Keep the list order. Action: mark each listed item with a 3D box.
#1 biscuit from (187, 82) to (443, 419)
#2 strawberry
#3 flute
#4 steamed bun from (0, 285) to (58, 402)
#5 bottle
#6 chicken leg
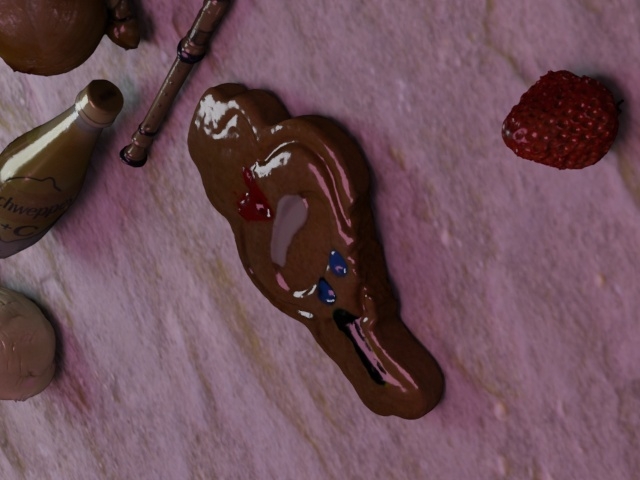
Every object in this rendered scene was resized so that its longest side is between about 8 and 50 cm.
[{"bbox_3d":[-0.004,0.007,1.553,0.183,0.047,0.319,-31,86,55],"label":"biscuit"},{"bbox_3d":[0.159,-0.080,1.282,0.073,0.083,0.073,6,98,47],"label":"strawberry"},{"bbox_3d":[-0.124,-0.137,1.629,0.027,0.027,0.233,54,141,15],"label":"flute"},{"bbox_3d":[-0.336,0.105,1.961,0.130,0.091,0.112,33,131,36],"label":"steamed bun"},{"bbox_3d":[-0.255,-0.070,1.775,0.083,0.083,0.270,58,141,9],"label":"bottle"},{"bbox_3d":[-0.281,-0.350,1.624,0.201,0.153,0.429,-4,99,38],"label":"chicken leg"}]
